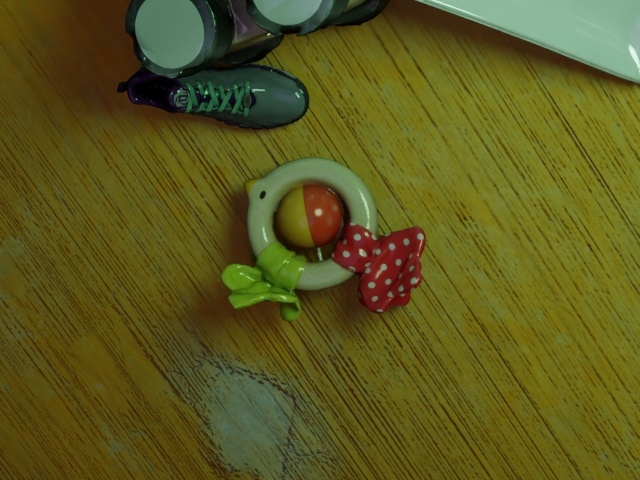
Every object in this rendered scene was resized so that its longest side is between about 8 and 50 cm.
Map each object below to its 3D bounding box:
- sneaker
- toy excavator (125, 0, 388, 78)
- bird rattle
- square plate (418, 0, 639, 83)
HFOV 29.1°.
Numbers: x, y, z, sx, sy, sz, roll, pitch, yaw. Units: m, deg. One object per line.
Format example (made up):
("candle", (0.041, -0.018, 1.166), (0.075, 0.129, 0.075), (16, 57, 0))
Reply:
("sneaker", (-0.129, -0.169, 1.485), (0.224, 0.098, 0.083), (9, 115, 16))
("toy excavator", (-0.047, -0.437, 1.297), (0.433, 0.222, 0.445), (-16, 98, 23))
("bird rattle", (0.000, 0.000, 1.503), (0.254, 0.143, 0.206), (-13, 91, 20))
("square plate", (0.261, -0.365, 1.239), (0.344, 0.049, 0.347), (18, 119, -13))
